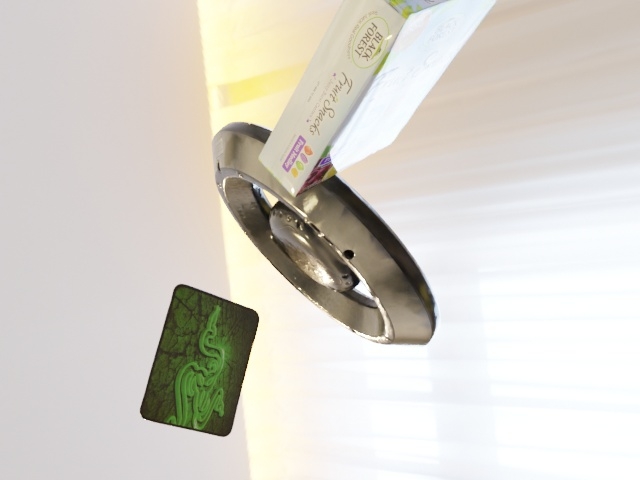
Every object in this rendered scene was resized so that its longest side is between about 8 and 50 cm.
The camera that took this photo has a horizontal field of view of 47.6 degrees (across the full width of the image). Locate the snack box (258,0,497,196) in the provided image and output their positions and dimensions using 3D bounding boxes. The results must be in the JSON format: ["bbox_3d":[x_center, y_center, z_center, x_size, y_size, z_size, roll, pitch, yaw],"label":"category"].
[{"bbox_3d":[0.032,-0.093,0.406,0.037,0.141,0.100,48,-131,10],"label":"snack box"}]

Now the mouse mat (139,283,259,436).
[{"bbox_3d":[-0.164,0.169,1.017,0.152,0.007,0.189,25,-108,-37],"label":"mouse mat"}]

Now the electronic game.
[{"bbox_3d":[0.000,0.000,0.566,0.048,0.229,0.229,-46,-55,-16],"label":"electronic game"}]
